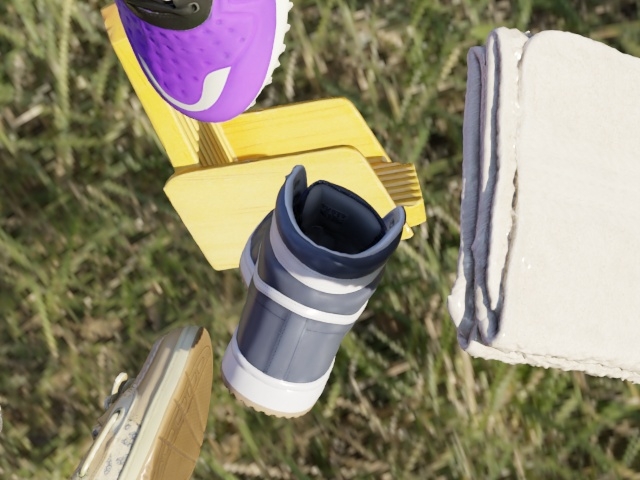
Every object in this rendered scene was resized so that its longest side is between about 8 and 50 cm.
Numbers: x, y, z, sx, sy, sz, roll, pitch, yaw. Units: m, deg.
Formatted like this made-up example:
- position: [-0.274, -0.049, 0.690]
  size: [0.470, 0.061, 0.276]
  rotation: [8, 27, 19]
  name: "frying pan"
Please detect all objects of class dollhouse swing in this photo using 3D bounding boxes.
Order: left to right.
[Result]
- position: [-0.061, -0.164, 1.848]
  size: [0.315, 0.305, 0.347]
  rotation: [-10, 13, 3]
  name: "dollhouse swing"

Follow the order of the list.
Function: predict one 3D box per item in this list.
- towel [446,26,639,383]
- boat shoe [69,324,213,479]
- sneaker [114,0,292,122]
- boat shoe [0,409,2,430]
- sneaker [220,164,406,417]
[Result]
- position: [0.187, -0.009, 0.916]
  size: [0.049, 0.282, 0.187]
  rotation: [-8, 73, 52]
  name: "towel"
- position: [-0.163, 0.185, 1.230]
  size: [0.089, 0.105, 0.285]
  rotation: [13, 58, 17]
  name: "boat shoe"
- position: [-0.096, -0.167, 0.781]
  size: [0.102, 0.293, 0.146]
  rotation: [14, 42, 23]
  name: "sneaker"
- position: [-0.404, 0.209, 1.507]
  size: [0.223, 0.080, 0.073]
  rotation: [-14, 42, -28]
  name: "boat shoe"
- position: [0.000, 0.000, 1.182]
  size: [0.099, 0.153, 0.282]
  rotation: [20, 25, -4]
  name: "sneaker"
